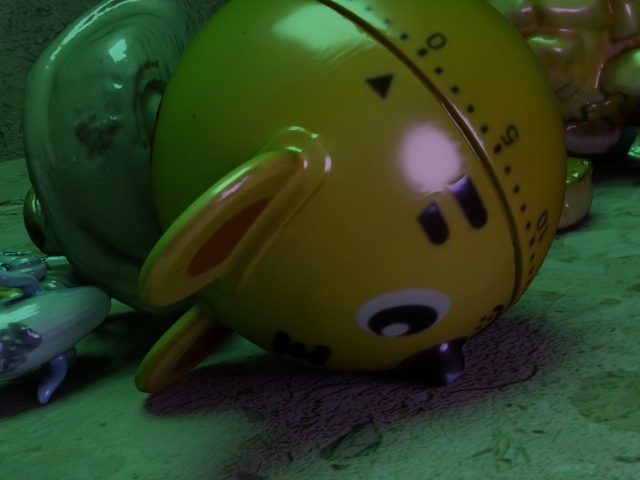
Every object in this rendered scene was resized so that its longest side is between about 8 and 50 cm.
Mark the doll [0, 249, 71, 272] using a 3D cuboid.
[{"bbox_3d":[-0.457,0.037,1.632,0.227,0.057,0.114,-5,17,18],"label":"doll"}]

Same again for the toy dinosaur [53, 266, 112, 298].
[{"bbox_3d":[-0.301,0.069,1.299,0.363,0.076,0.147,-15,9,-10],"label":"toy dinosaur"}]

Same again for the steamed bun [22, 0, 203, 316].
[{"bbox_3d":[-0.197,-0.077,1.216,0.219,0.310,0.324,-15,29,15],"label":"steamed bun"}]

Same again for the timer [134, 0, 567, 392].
[{"bbox_3d":[0.003,-0.030,0.961,0.387,0.376,0.376,-42,25,-23],"label":"timer"}]

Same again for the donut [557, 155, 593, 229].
[{"bbox_3d":[0.242,-0.047,1.394,0.162,0.065,0.178,-15,13,2],"label":"donut"}]

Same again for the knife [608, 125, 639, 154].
[{"bbox_3d":[0.568,-0.172,1.750,0.331,0.044,0.080,-10,9,-14],"label":"knife"}]

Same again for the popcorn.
[{"bbox_3d":[0.313,-0.287,1.647,0.354,0.344,0.390,29,-20,-23],"label":"popcorn"}]

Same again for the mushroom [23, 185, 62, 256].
[{"bbox_3d":[-0.245,-0.118,1.675,0.407,0.154,0.137,-27,15,16],"label":"mushroom"}]

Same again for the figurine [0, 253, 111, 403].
[{"bbox_3d":[-0.298,0.084,1.118,0.208,0.128,0.184,-15,10,3],"label":"figurine"}]

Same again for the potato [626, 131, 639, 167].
[{"bbox_3d":[0.474,-0.106,1.500,0.149,0.081,0.120,18,57,34],"label":"potato"}]
